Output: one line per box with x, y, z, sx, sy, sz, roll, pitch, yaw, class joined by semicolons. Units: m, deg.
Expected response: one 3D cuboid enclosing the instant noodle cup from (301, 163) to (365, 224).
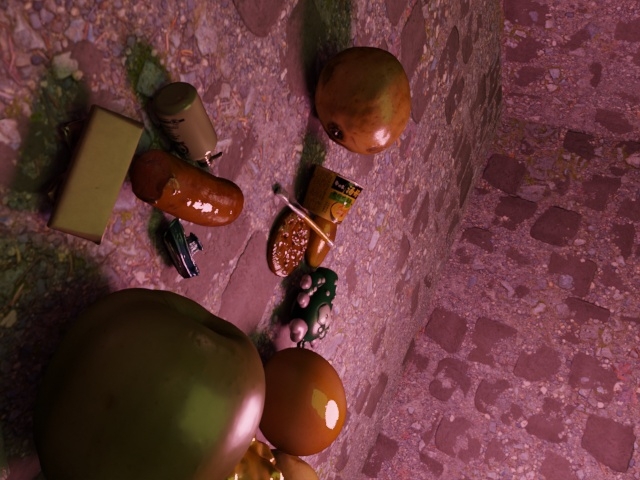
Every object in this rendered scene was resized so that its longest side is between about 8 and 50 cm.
0.028;-0.117;1.520;0.151;0.151;0.122;14;100;-66;instant noodle cup

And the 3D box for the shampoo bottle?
-0.225;-0.189;1.006;0.079;0.079;0.162;-59;153;-28;shampoo bottle

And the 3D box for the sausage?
-0.222;-0.083;1.052;0.270;0.108;0.109;21;87;-68;sausage

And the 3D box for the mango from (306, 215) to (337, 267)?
0.000;0.000;1.633;0.101;0.066;0.188;-26;137;-57;mango

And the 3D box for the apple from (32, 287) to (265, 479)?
-0.261;0.253;0.911;0.357;0.357;0.358;-44;143;-47;apple

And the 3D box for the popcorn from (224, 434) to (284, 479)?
-0.224;0.453;1.193;0.297;0.316;0.281;32;97;-38;popcorn

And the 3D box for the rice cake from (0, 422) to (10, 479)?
-0.476;0.286;0.839;0.029;0.033;0.171;-32;133;-54;rice cake

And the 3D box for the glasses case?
-0.344;-0.101;0.846;0.102;0.070;0.194;20;89;-38;glasses case

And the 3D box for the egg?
-0.057;0.427;1.560;0.250;0.250;0.323;-49;138;-42;egg

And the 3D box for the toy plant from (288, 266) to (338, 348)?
-0.021;0.195;1.651;0.232;0.112;0.244;9;93;-67;toy plant

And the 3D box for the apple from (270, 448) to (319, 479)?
-0.132;0.719;1.594;0.254;0.291;0.292;21;86;-73;apple

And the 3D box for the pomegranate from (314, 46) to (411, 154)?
0.107;-0.340;1.421;0.260;0.260;0.261;-44;143;-47;pomegranate

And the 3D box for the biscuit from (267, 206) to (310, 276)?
-0.077;0.006;1.510;0.188;0.027;0.188;-46;145;-46;biscuit

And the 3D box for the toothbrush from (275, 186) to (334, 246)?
-0.033;-0.055;1.494;0.288;0.021;0.024;44;53;-49;toothbrush

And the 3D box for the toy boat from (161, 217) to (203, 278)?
-0.255;0.013;1.095;0.060;0.060;0.137;-37;135;-23;toy boat
